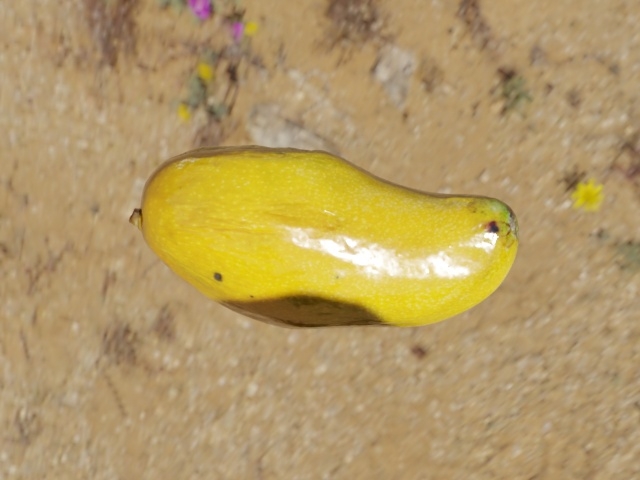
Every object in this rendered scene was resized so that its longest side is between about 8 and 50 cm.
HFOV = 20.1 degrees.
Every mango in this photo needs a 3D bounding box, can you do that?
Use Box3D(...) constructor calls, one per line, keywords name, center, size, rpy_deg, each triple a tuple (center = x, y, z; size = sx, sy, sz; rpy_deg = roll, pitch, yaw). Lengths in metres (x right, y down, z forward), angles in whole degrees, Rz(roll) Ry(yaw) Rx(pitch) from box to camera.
Box3D(name="mango", center=(0.000, 0.000, 0.889), size=(0.190, 0.098, 0.075), rpy_deg=(8, 39, 1))
